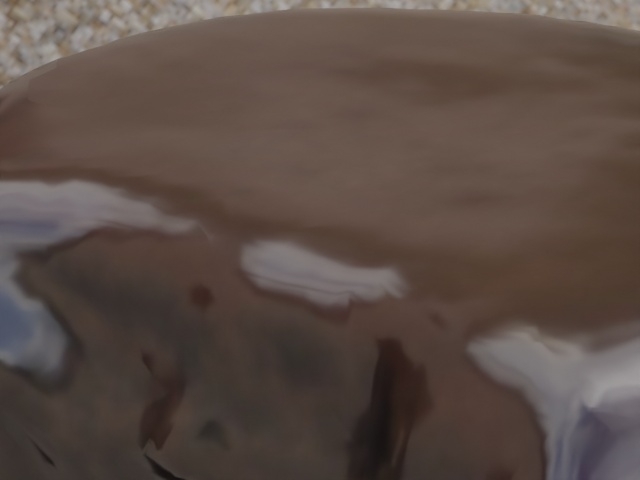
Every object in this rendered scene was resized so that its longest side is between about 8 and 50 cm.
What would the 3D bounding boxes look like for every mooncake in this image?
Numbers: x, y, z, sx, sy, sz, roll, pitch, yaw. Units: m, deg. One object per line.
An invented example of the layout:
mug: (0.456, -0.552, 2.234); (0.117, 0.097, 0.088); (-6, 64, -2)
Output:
mooncake: (0.034, 0.044, 0.480); (0.326, 0.174, 0.334); (3, 26, 6)
